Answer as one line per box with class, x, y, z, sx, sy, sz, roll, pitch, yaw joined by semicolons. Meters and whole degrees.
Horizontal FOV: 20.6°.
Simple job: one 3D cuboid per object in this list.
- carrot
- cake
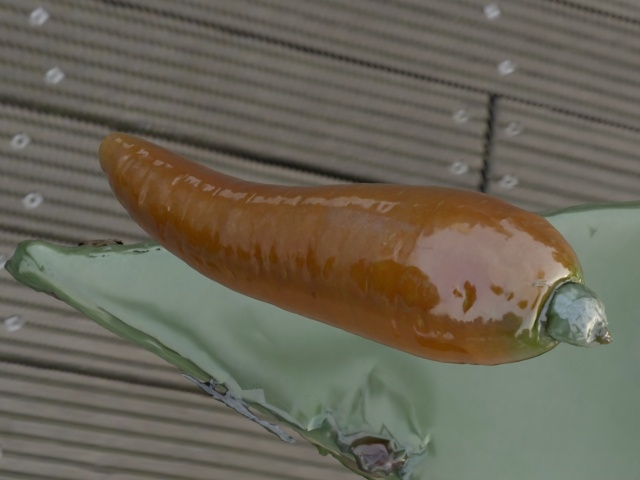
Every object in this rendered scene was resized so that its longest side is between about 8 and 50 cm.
carrot;0.000;0.000;0.371;0.035;0.142;0.035;-21;118;-47
cake;0.044;0.014;0.657;0.283;0.158;0.172;29;82;2
